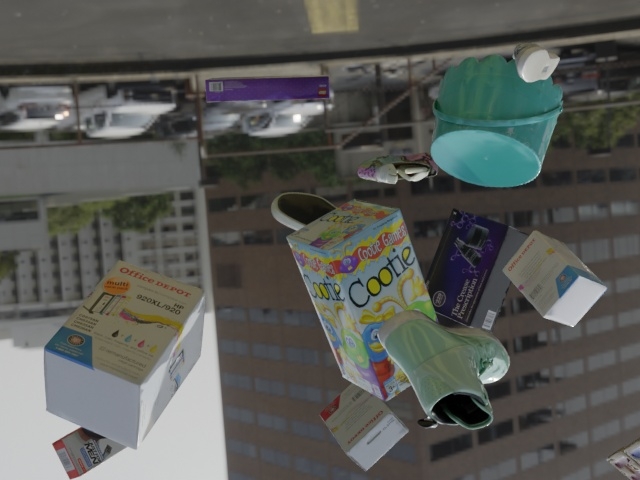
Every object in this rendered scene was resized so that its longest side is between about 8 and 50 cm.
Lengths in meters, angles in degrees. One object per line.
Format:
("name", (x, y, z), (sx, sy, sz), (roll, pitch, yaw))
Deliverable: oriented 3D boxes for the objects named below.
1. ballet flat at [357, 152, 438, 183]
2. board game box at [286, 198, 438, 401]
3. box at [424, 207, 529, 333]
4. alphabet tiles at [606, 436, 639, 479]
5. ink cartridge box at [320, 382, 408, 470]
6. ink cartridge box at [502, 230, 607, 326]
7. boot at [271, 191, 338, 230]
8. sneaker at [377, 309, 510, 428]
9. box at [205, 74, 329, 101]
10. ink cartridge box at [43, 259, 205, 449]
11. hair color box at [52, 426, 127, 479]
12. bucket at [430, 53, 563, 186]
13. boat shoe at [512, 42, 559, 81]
("ballet flat", (0.212, -0.186, 2.337), (0.221, 0.077, 0.079), (-8, -135, -16))
("board game box", (0.079, 0.092, 1.418), (0.142, 0.275, 0.144), (-29, -159, -22))
("box", (0.373, 0.073, 2.172), (0.103, 0.261, 0.184), (20, -179, -41))
("alphabet tiles", (0.502, 0.331, 1.052), (0.011, 0.285, 0.342), (-45, 165, -22))
("ink cartridge box", (0.090, 0.385, 1.862), (0.127, 0.072, 0.175), (-43, -155, -2))
("ink cartridge box", (0.386, 0.058, 1.472), (0.090, 0.092, 0.143), (18, -153, -38))
("boot", (0.000, 0.000, 1.790), (0.244, 0.088, 0.176), (19, 144, -9))
("sneaker", (0.185, 0.187, 1.129), (0.256, 0.151, 0.094), (21, 122, -45))
("box", (-0.127, -0.373, 2.151), (0.293, 0.057, 0.201), (-2, -168, -1))
("ink cartridge box", (-0.317, 0.182, 1.452), (0.171, 0.168, 0.232), (20, -139, 9))
("hair color box", (-0.503, 0.451, 1.968), (0.053, 0.093, 0.167), (-27, 180, 41))
("bucket", (0.374, -0.252, 1.909), (0.281, 0.183, 0.281), (14, 158, 6))
("boat shoe", (0.384, -0.335, 1.607), (0.063, 0.066, 0.184), (37, -151, 20))
